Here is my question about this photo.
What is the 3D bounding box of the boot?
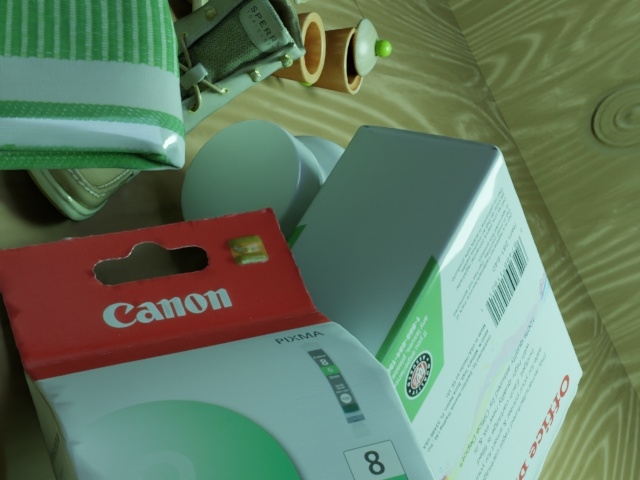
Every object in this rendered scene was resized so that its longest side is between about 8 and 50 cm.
[{"bbox_3d":[-0.096,-0.100,0.767,0.077,0.165,0.213,57,18,-16],"label":"boot"}]

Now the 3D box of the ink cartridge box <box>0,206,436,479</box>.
[{"bbox_3d":[-0.058,0.072,0.626,0.181,0.056,0.225,-9,62,-27],"label":"ink cartridge box"}]

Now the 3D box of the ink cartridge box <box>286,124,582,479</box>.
[{"bbox_3d":[0.073,0.088,0.843,0.201,0.117,0.278,-58,142,-25],"label":"ink cartridge box"}]

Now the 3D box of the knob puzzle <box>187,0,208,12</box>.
[{"bbox_3d":[-0.101,-0.296,1.122,0.213,0.030,0.213,6,90,-80],"label":"knob puzzle"}]

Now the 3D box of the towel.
[{"bbox_3d":[-0.205,-0.174,0.590,0.248,0.038,0.325,-2,60,-30],"label":"towel"}]

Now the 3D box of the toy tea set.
[{"bbox_3d":[0.007,-0.244,1.202,0.336,0.124,0.200,-2,97,-71],"label":"toy tea set"}]

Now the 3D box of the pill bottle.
[{"bbox_3d":[0.000,0.000,0.935,0.245,0.136,0.136,35,34,-55],"label":"pill bottle"}]
